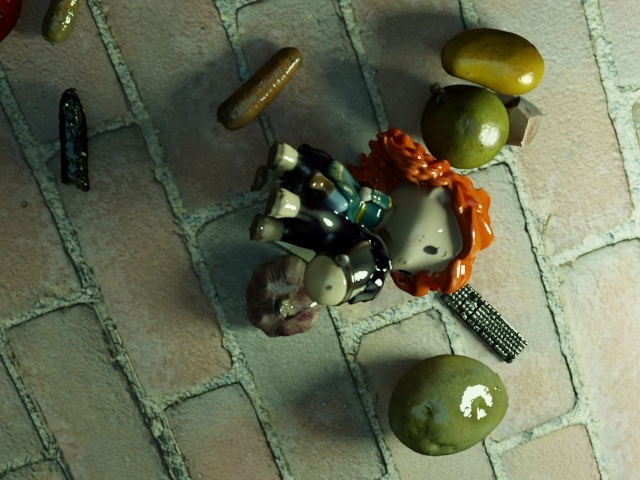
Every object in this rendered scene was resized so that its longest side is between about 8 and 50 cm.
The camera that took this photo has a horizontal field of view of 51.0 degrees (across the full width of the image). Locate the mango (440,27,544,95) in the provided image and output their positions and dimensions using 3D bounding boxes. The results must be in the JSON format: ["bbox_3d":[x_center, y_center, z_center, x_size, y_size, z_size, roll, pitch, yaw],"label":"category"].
[{"bbox_3d":[0.291,-0.306,1.136,0.177,0.115,0.090,14,143,-1],"label":"mango"}]

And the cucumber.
[{"bbox_3d":[-0.429,-0.173,1.166,0.053,0.053,0.182,0,100,-2],"label":"cucumber"}]

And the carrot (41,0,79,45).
[{"bbox_3d":[-0.405,-0.446,1.115,0.049,0.049,0.255,22,96,-7],"label":"carrot"}]

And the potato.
[{"bbox_3d":[0.236,0.304,1.243,0.235,0.160,0.178,1,127,-16],"label":"potato"}]

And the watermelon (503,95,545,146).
[{"bbox_3d":[0.357,-0.205,1.180,0.092,0.072,0.085,-12,119,-4],"label":"watermelon"}]

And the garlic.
[{"bbox_3d":[-0.063,0.103,1.208,0.159,0.102,0.147,-44,93,11],"label":"garlic"}]

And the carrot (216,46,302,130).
[{"bbox_3d":[-0.102,-0.261,1.155,0.186,0.060,0.060,-42,100,3],"label":"carrot"}]

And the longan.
[{"bbox_3d":[0.235,-0.200,1.125,0.176,0.154,0.145,47,65,-25],"label":"longan"}]

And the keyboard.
[{"bbox_3d":[0.314,0.154,1.280,0.195,0.018,0.060,43,94,-10],"label":"keyboard"}]

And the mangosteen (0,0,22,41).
[{"bbox_3d":[-0.599,-0.384,1.050,0.257,0.215,0.215,-14,105,37],"label":"mangosteen"}]

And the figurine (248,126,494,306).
[{"bbox_3d":[0.082,-0.033,1.075,0.306,0.411,0.241,51,131,29],"label":"figurine"}]

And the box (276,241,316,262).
[{"bbox_3d":[0.000,0.000,1.230,0.166,0.024,0.090,31,100,-9],"label":"box"}]
